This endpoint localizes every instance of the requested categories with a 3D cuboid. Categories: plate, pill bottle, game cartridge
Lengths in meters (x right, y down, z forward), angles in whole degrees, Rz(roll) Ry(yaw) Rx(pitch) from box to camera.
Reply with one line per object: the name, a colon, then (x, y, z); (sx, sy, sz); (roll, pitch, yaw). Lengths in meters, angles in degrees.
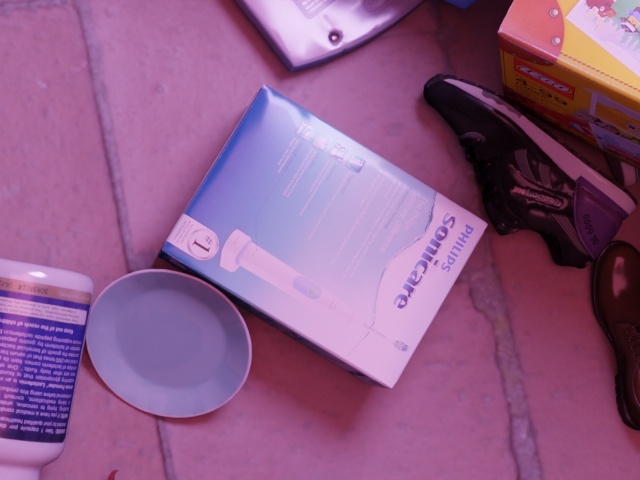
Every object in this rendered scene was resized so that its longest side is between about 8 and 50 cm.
plate: (-0.166, 0.111, 1.588); (0.188, 0.024, 0.188); (4, 116, 7)
pill bottle: (-0.336, 0.155, 1.529); (0.153, 0.153, 0.264); (10, 85, -8)
game cartridge: (0.038, -0.336, 1.663); (0.294, 0.060, 0.196); (-38, 89, -9)

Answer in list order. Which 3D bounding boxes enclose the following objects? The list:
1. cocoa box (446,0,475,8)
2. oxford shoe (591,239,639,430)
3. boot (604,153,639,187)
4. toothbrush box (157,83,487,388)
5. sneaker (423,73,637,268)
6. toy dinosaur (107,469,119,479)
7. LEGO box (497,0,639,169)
cocoa box: (0.073, -0.433, 1.529); (0.347, 0.231, 0.227); (23, 83, -8)
oxford shoe: (0.376, 0.108, 1.666); (0.083, 0.096, 0.227); (-14, 87, -7)
boot: (0.368, -0.162, 1.691); (0.086, 0.069, 0.190); (-14, 88, -3)
toothbrush box: (0.000, 0.000, 1.600); (0.296, 0.126, 0.216); (31, 82, -5)
sneaker: (0.219, -0.075, 1.652); (0.283, 0.107, 0.124); (36, 90, -4)
toy dinosaur: (-0.217, 0.313, 1.580); (0.047, 0.090, 0.082); (-27, 47, -19)
LEGO box: (0.447, -0.142, 1.452); (0.500, 0.372, 0.193); (27, 90, 10)
